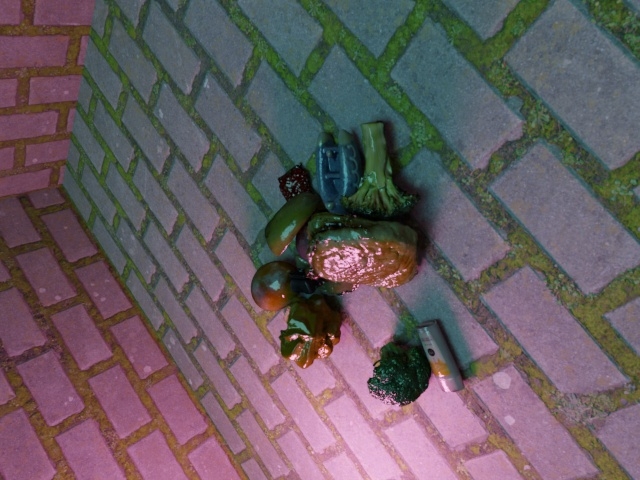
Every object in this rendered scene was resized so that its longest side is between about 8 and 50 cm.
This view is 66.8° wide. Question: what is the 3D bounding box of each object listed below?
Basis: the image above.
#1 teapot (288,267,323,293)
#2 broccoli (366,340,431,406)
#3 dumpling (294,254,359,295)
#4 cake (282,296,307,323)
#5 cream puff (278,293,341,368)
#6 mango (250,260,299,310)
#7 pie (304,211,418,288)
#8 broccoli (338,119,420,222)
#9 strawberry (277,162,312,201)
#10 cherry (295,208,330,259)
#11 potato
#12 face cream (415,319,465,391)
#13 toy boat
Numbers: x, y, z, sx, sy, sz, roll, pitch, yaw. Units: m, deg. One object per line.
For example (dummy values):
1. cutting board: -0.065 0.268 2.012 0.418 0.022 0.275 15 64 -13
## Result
1. teapot: -0.068 0.160 2.035 0.177 0.087 0.096 2 118 45
2. broccoli: 0.301 0.520 1.890 0.242 0.261 0.269 64 -175 36
3. dumpling: 0.041 0.147 2.050 0.332 0.086 0.166 20 137 35
4. cake: -0.122 0.370 2.296 0.109 0.090 0.225 47 133 13
5. cream puff: -0.035 0.409 2.084 0.270 0.274 0.323 -109 31 -60
6. mango: -0.221 0.214 2.251 0.221 0.199 0.384 61 148 -3
7. pie: 0.155 0.033 1.699 0.418 0.180 0.395 6 151 2
8. broccoli: 0.178 -0.231 1.696 0.252 0.221 0.361 -29 76 39
9. strawberry: -0.101 -0.203 2.032 0.167 0.087 0.208 -33 85 44
10. cherry: 0.000 0.000 1.957 0.213 0.183 0.266 15 96 31
11. potato: -0.106 -0.110 1.935 0.112 0.269 0.255 35 127 -11
12. face cream: 0.445 0.432 1.805 0.107 0.073 0.269 -19 95 56
13. toy boat: 0.051 -0.247 1.825 0.215 0.123 0.330 12 114 48
